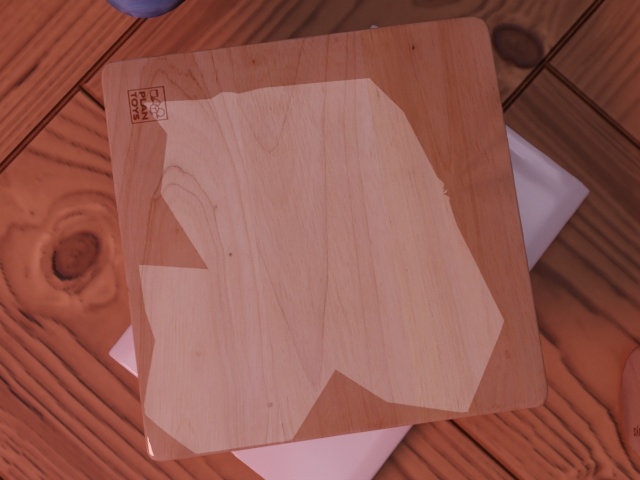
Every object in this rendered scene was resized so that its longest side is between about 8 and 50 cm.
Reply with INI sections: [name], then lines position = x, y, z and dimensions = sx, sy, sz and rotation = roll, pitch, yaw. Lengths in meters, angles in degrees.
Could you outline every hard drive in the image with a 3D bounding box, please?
[hard drive]
position = 0.023, 0.024, 0.845
dimensions = 0.203, 0.040, 0.307
rotation = 38, 84, 3

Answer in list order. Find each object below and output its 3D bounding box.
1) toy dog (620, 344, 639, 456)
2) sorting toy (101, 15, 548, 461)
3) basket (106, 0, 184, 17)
[toy dog]
position = 0.301, 0.221, 0.771
dimensions = 0.220, 0.161, 0.334
rotation = -17, 84, -3
[sorting toy]
position = 0.000, 0.000, 0.782
dimensions = 0.255, 0.089, 0.257
rotation = -8, 83, -3
[basket]
position = -0.098, -0.313, 0.796
dimensions = 0.289, 0.201, 0.255
rotation = -42, 79, -13
